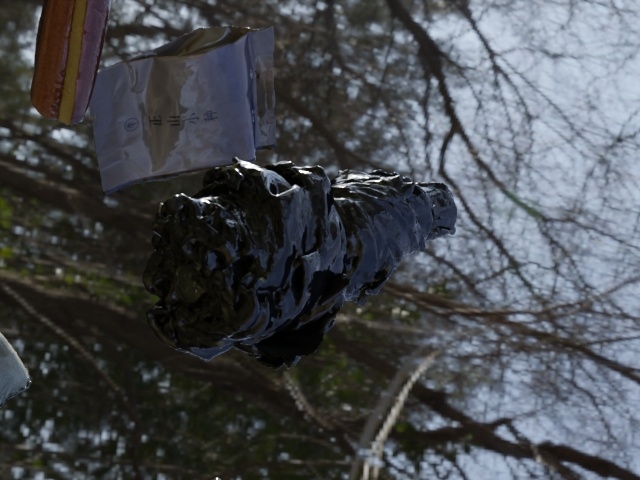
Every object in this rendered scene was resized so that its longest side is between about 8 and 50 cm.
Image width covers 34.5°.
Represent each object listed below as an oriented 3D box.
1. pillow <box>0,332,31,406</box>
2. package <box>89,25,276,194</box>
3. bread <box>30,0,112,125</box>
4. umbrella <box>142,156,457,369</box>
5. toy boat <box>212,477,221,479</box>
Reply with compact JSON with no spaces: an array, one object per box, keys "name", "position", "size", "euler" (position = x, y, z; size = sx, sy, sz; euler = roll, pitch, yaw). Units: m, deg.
[{"name":"pillow","position":[-0.437,0.177,1.180],"size":[0.051,0.229,0.128],"euler":[-16,-71,39]},{"name":"package","position":[-0.177,-0.170,1.344],"size":[0.204,0.251,0.062],"euler":[91,-25,-44]},{"name":"bread","position":[-0.259,-0.223,1.083],"size":[0.119,0.067,0.192],"euler":[-147,-111,-67]},{"name":"umbrella","position":[-0.008,-0.010,0.812],"size":[0.128,0.336,0.154],"euler":[-26,-85,36]},{"name":"toy boat","position":[-0.159,0.380,1.274],"size":[0.185,0.075,0.077],"euler":[-47,-166,12]}]
